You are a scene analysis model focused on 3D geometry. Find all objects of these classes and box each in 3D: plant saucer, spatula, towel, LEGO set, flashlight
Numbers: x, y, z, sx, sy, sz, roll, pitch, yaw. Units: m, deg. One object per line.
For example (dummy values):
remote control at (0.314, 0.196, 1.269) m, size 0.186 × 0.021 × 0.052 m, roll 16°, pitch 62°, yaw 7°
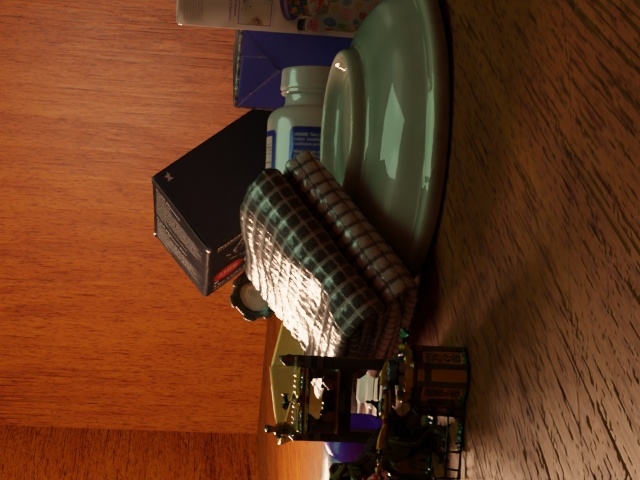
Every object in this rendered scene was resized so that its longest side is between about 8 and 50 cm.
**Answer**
plant saucer at (-0.010, 0.161, 2.105) m, size 0.332 × 0.081 × 0.332 m, roll -107°, pitch 31°, yaw -71°
spatula at (0.072, 0.294, 1.742) m, size 0.168 × 0.019 × 0.242 m, roll -141°, pitch 53°, yaw -76°
towel at (-0.001, 0.055, 1.463) m, size 0.235 × 0.121 × 0.283 m, roll 50°, pitch 158°, yaw 20°
LEGO set at (0.037, 0.246, 1.241) m, size 0.255 × 0.192 × 0.331 m, roll -142°, pitch 55°, yaw -83°
flashlight at (-0.080, 0.064, 2.342) m, size 0.304 × 0.103 × 0.103 m, roll -44°, pitch -34°, yaw -63°
plant saucer at (0.066, -0.137, 1.492) m, size 0.400 × 0.101 × 0.400 m, roll -178°, pitch 90°, yaw -79°

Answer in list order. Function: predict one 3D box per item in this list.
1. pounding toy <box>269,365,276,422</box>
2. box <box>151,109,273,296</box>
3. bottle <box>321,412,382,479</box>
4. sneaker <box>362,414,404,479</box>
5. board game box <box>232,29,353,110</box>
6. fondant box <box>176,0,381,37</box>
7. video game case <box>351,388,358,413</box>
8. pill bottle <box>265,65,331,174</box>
pounding toy at (-0.063, 0.346, 2.695) m, size 0.130 × 0.100 × 0.141 m, roll -105°, pitch 9°, yaw -73°
box at (-0.133, -0.092, 2.201) m, size 0.179 × 0.343 × 0.312 m, roll 50°, pitch 164°, yaw 10°
bottle at (0.042, 0.385, 1.597) m, size 0.118 × 0.092 × 0.282 m, roll -117°, pitch 30°, yaw -76°
sneaker at (0.045, 0.310, 1.437) m, size 0.087 × 0.128 × 0.221 m, roll -100°, pitch 13°, yaw -61°
board game box at (-0.032, -0.330, 2.011) m, size 0.291 × 0.232 × 0.141 m, roll -101°, pitch 16°, yaw -65°
fondant box at (-0.049, -0.437, 1.745) m, size 0.096 × 0.330 × 0.238 m, roll -91°, pitch 7°, yaw -47°
video game case at (0.037, 0.318, 2.016) m, size 0.190 × 0.022 × 0.173 m, roll -101°, pitch 16°, yaw -68°
pill bottle at (-0.007, -0.120, 1.746) m, size 0.152 × 0.152 × 0.272 m, roll 180°, pitch 93°, yaw -84°
